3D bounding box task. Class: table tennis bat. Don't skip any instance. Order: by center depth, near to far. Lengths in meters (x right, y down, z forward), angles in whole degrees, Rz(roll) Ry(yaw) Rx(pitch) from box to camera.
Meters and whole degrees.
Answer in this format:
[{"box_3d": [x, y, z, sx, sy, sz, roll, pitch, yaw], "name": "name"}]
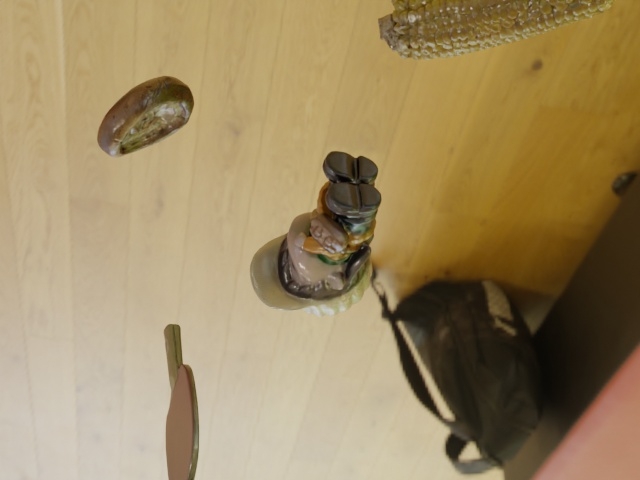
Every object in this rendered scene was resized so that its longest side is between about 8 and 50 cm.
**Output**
[{"box_3d": [-0.168, 0.196, 1.193, 0.022, 0.246, 0.138, 6, 130, -19], "name": "table tennis bat"}]

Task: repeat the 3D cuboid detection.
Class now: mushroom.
[{"box_3d": [-0.203, -0.143, 1.138, 0.052, 0.123, 0.123, 53, 132, 9], "name": "mushroom"}]

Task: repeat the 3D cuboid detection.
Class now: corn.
[{"box_3d": [0.226, -0.308, 1.295, 0.321, 0.119, 0.119, -4, 141, 22], "name": "corn"}]

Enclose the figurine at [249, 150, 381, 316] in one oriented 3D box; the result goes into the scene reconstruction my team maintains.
[{"box_3d": [0.030, 0.001, 1.675, 0.204, 0.185, 0.332, 15, 142, -25], "name": "figurine"}]
